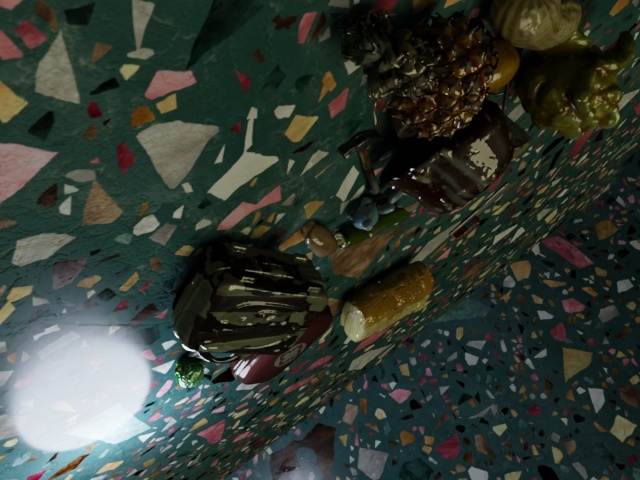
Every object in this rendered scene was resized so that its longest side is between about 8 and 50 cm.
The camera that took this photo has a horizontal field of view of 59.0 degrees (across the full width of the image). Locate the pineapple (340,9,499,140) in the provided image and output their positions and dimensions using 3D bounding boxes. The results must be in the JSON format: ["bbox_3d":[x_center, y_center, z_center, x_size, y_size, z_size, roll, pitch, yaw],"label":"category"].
[{"bbox_3d":[0.152,-0.334,1.062,0.271,0.263,0.263,3,134,-41],"label":"pineapple"}]

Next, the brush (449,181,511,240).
[{"bbox_3d":[0.676,-0.116,2.362,0.321,0.050,0.060,-44,152,9],"label":"brush"}]

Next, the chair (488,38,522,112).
[{"bbox_3d":[0.456,-0.434,1.445,0.095,0.104,0.221,-61,164,-13],"label":"chair"}]

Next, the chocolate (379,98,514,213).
[{"bbox_3d":[0.332,-0.196,1.397,0.340,0.210,0.225,-38,-162,45],"label":"chocolate"}]

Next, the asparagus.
[{"bbox_3d":[0.160,-0.048,1.729,0.277,0.067,0.060,-27,126,-34],"label":"asparagus"}]

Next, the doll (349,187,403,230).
[{"bbox_3d":[0.158,-0.106,1.603,0.075,0.120,0.180,42,90,-25],"label":"doll"}]

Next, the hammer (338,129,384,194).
[{"bbox_3d":[0.121,-0.190,1.462,0.111,0.033,0.288,-37,156,-3],"label":"hammer"}]

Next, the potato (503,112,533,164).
[{"bbox_3d":[0.440,-0.244,1.613,0.189,0.211,0.264,-36,160,-9],"label":"potato"}]

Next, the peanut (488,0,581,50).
[{"bbox_3d":[0.497,-0.516,1.296,0.325,0.140,0.153,-19,133,-41],"label":"peanut"}]

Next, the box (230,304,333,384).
[{"bbox_3d":[-0.131,0.353,1.965,0.404,0.108,0.263,-46,155,16],"label":"box"}]

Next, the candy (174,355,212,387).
[{"bbox_3d":[-0.385,0.430,1.797,0.097,0.097,0.323,-35,163,-8],"label":"candy"}]

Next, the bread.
[{"bbox_3d":[0.260,0.236,2.244,0.375,0.165,0.237,-26,151,-23],"label":"bread"}]

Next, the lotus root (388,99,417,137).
[{"bbox_3d":[0.218,-0.303,1.340,0.122,0.081,0.112,-17,150,-41],"label":"lotus root"}]

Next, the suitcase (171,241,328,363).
[{"bbox_3d":[-0.195,0.167,1.416,0.351,0.194,0.339,12,127,-37],"label":"suitcase"}]

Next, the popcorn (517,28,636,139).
[{"bbox_3d":[0.720,-0.446,1.565,0.325,0.290,0.321,-24,162,14],"label":"popcorn"}]

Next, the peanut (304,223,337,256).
[{"bbox_3d":[0.000,0.000,1.574,0.076,0.076,0.152,-40,150,2],"label":"peanut"}]

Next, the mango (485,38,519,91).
[{"bbox_3d":[0.322,-0.382,1.239,0.227,0.147,0.109,-6,135,-1],"label":"mango"}]
